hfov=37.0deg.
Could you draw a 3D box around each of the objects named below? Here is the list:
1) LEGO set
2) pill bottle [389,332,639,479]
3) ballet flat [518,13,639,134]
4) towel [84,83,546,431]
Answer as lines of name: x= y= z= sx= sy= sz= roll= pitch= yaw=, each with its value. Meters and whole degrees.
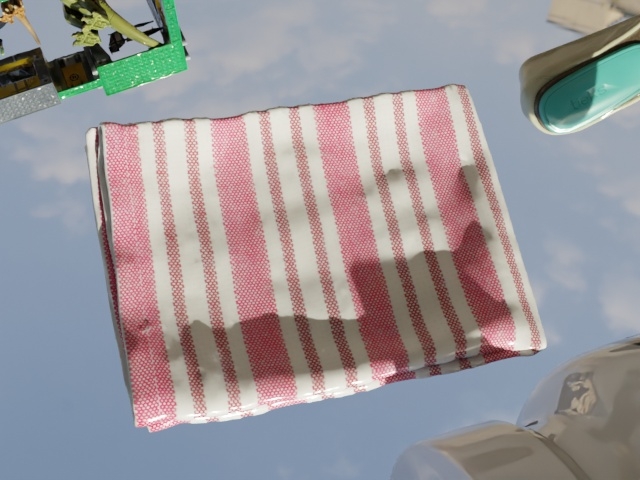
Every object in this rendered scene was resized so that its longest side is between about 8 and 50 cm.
LEGO set: x=-0.294 y=-0.272 z=0.996 sx=0.331 sy=0.255 sz=0.192 roll=-25 pitch=-119 yaw=-3
pill bottle: x=0.232 y=0.140 z=0.502 sx=0.363 sy=0.210 sz=0.210 roll=-13 pitch=-140 yaw=-20
ballet flat: x=0.285 y=-0.168 z=0.815 sx=0.249 sy=0.086 sz=0.086 roll=-20 pitch=-144 yaw=8
towel: x=0.000 y=0.000 z=0.441 sx=0.197 sy=0.029 sz=0.144 roll=-9 pitch=-108 yaw=-14
